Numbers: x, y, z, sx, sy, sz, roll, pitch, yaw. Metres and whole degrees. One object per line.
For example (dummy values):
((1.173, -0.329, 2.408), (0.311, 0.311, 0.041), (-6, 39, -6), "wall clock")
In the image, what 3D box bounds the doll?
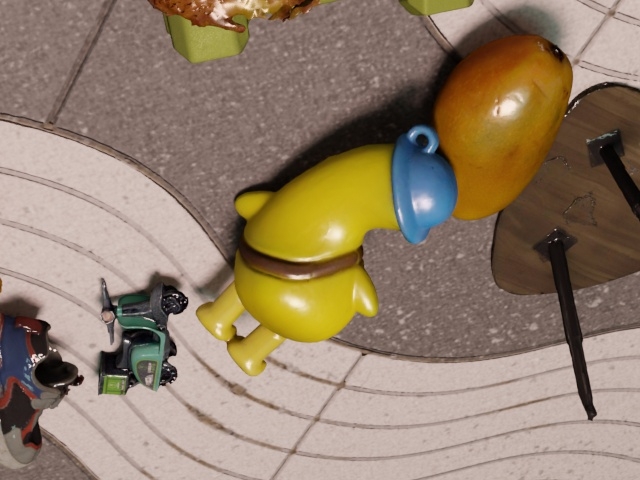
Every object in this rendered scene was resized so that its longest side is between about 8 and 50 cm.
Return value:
((0.000, 0.000, 1.550), (0.199, 0.145, 0.363), (46, 116, 2), "doll")

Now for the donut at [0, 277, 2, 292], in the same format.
((-0.548, 0.083, 1.473), (0.377, 0.163, 0.435), (22, 124, -29), "donut")

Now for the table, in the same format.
((0.357, 0.042, 1.620), (0.317, 0.249, 0.317), (-8, 132, -9), "table")

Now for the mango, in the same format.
((0.181, -0.116, 1.526), (0.138, 0.113, 0.253), (-2, 139, -19), "mango")

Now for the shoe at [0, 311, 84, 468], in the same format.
((-0.332, 0.162, 1.641), (0.125, 0.099, 0.227), (-9, 129, -4), "shoe")

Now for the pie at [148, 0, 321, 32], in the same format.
((-0.084, -0.330, 1.230), (0.308, 0.085, 0.308), (0, 106, 0), "pie")

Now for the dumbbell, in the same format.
((-0.003, -0.247, 1.357), (0.302, 0.121, 0.108), (-11, 161, -4), "dumbbell")

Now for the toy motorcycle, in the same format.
((-0.210, 0.112, 1.660), (0.100, 0.058, 0.173), (4, 132, -11), "toy motorcycle")
